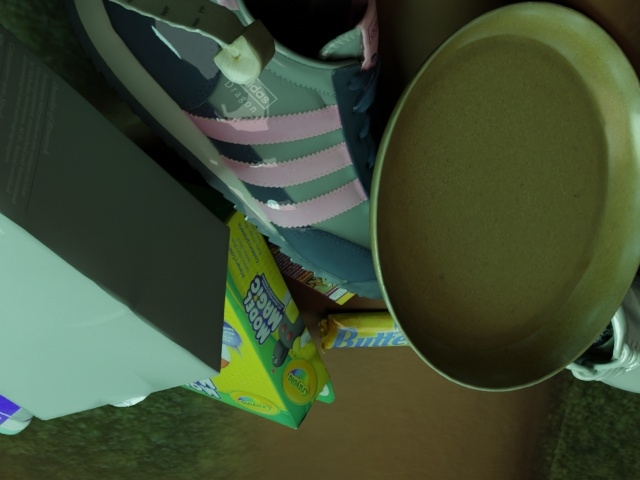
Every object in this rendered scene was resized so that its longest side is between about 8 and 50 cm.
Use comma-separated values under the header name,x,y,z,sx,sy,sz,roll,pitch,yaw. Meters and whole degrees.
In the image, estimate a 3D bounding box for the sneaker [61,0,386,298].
name,x,y,z,sx,sy,sz,roll,pitch,yaw
sneaker,0.001,-0.076,0.779,0.131,0.112,0.319,-28,135,24

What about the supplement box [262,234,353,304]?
name,x,y,z,sx,sy,sz,roll,pitch,yaw
supplement box,0.000,0.000,0.910,0.083,0.043,0.055,29,126,-34

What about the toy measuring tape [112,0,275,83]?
name,x,y,z,sx,sy,sz,roll,pitch,yaw
toy measuring tape,-0.191,-0.109,0.670,0.330,0.121,0.121,21,134,3

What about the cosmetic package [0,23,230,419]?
name,x,y,z,sx,sy,sz,roll,pitch,yaw
cosmetic package,-0.158,-0.009,0.653,0.127,0.107,0.238,-15,146,24

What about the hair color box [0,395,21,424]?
name,x,y,z,sx,sy,sz,roll,pitch,yaw
hair color box,-0.320,0.090,0.853,0.110,0.185,0.339,30,124,-35

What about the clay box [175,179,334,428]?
name,x,y,z,sx,sy,sz,roll,pitch,yaw
clay box,-0.077,0.048,0.898,0.127,0.053,0.222,16,146,32

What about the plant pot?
name,x,y,z,sx,sy,sz,roll,pitch,yaw
plant pot,0.116,-0.026,0.817,0.236,0.032,0.236,-8,103,-35

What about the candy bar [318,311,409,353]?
name,x,y,z,sx,sy,sz,roll,pitch,yaw
candy bar,0.076,0.069,1.014,0.161,0.018,0.040,0,136,-10

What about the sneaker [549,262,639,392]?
name,x,y,z,sx,sy,sz,roll,pitch,yaw
sneaker,0.196,0.065,0.974,0.094,0.091,0.258,-36,131,26

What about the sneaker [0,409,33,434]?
name,x,y,z,sx,sy,sz,roll,pitch,yaw
sneaker,-0.247,0.106,0.993,0.098,0.038,0.069,19,130,-39
